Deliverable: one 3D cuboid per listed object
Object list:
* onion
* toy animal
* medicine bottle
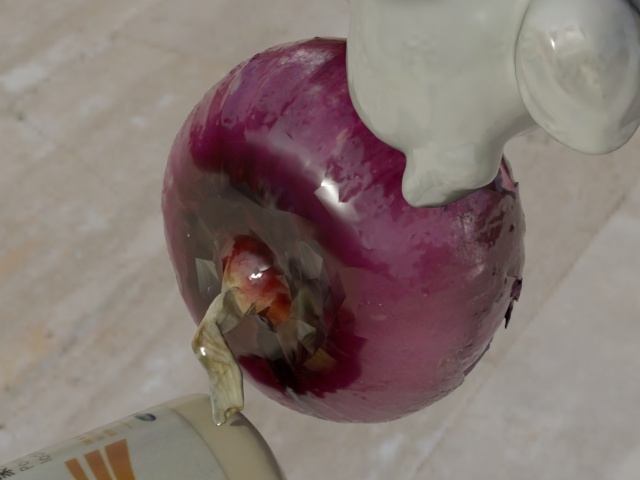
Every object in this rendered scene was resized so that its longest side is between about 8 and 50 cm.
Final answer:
[{"bbox_3d":[0.007,-0.004,0.754,0.153,0.177,0.177,6,28,-38],"label":"onion"},{"bbox_3d":[0.089,-0.143,0.704,0.208,0.154,0.325,3,39,25],"label":"toy animal"},{"bbox_3d":[-0.135,0.155,0.697,0.252,0.114,0.114,-20,41,-27],"label":"medicine bottle"}]
